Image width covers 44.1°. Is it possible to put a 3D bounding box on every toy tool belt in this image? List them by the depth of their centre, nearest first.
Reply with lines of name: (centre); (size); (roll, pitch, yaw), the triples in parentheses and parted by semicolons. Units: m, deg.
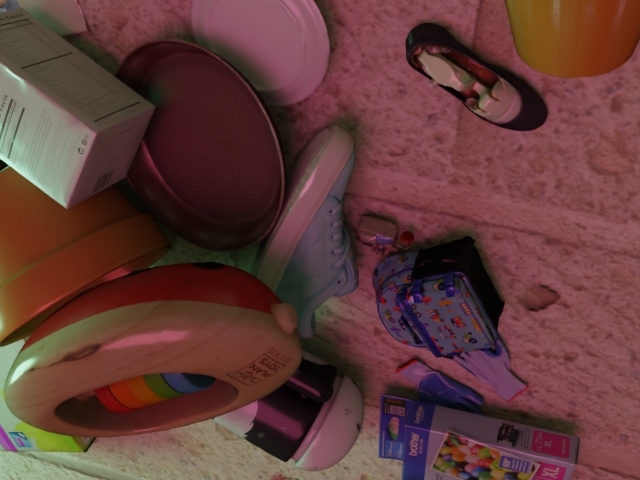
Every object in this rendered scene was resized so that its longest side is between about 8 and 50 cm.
toy tool belt: (0.091, -0.003, 1.133); (0.083, 0.052, 0.051); (16, 150, 8)

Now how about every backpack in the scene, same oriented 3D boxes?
backpack: (0.153, 0.089, 1.117); (0.173, 0.117, 0.158); (-12, 124, 30)

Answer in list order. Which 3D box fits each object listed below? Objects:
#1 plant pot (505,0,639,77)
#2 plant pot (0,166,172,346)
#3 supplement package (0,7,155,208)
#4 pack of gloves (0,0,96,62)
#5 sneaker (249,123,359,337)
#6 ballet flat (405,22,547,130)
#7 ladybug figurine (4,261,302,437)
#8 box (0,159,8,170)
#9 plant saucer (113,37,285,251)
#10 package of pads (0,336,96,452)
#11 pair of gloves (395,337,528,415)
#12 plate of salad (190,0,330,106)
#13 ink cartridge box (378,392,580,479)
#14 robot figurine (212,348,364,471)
plant pot: (0.270, -0.281, 0.815); (0.205, 0.205, 0.188); (4, 137, 17)
plant pot: (-0.399, -0.002, 1.178); (0.290, 0.291, 0.204); (-32, 90, 32)
supplement package: (-0.375, -0.183, 1.068); (0.244, 0.139, 0.134); (37, 122, 6)
pack of gloves: (-0.429, -0.256, 1.155); (0.232, 0.046, 0.195); (-10, 117, 24)
sneaker: (0.000, 0.000, 1.129); (0.150, 0.135, 0.366); (18, 130, -11)
ballet flat: (0.187, -0.189, 0.965); (0.203, 0.074, 0.074); (35, 125, -4)
ladybug figurine: (-0.226, 0.147, 1.084); (0.449, 0.162, 0.305); (-18, 148, 20)
box: (-0.626, -0.148, 1.216); (0.203, 0.168, 0.167); (-8, 117, 23)
plant saucer: (-0.166, -0.131, 1.101); (0.310, 0.050, 0.311); (18, 125, 28)
package of pads: (-0.557, 0.268, 1.491); (0.229, 0.101, 0.297); (-6, 119, 23)
pair of gloves: (0.223, 0.215, 1.232); (0.159, 0.023, 0.198); (42, 125, -9)
plate of salad: (-0.076, -0.268, 1.023); (0.199, 0.048, 0.200); (16, 133, 18)
ink cartridge box: (0.239, 0.353, 1.273); (0.311, 0.065, 0.186); (12, 134, 15)
robot figurine: (-0.063, 0.248, 1.266); (0.278, 0.209, 0.174); (30, 99, 1)
